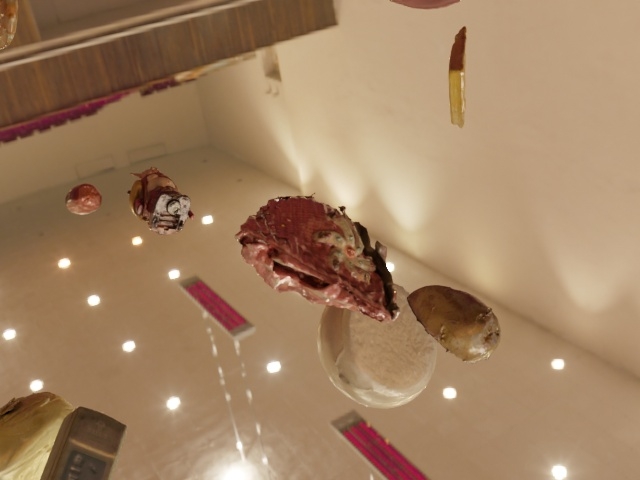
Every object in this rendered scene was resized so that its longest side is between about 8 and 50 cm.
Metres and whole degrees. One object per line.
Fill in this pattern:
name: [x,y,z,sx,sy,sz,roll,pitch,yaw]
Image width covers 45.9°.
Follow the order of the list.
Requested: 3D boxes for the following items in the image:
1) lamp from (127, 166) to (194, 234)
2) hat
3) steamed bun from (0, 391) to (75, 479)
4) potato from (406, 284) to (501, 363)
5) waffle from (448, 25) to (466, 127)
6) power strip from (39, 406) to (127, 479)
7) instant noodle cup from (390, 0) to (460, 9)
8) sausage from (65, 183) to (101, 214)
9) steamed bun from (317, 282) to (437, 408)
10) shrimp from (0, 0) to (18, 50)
lamp: [-0.372,-0.101,1.702,0.118,0.118,0.253,-19,-149,-18]
hat: [0.000,0.000,1.062,0.236,0.107,0.286,31,-163,-11]
steamed bun: [-0.573,0.409,1.438,0.166,0.273,0.232,26,-134,17]
potato: [0.239,0.132,1.275,0.172,0.089,0.101,31,-147,-10]
waffle: [0.265,-0.311,1.426,0.032,0.125,0.191,-1,-145,16]
power strip: [-0.306,0.325,0.903,0.052,0.078,0.272,-37,-149,41]
instant noodle cup: [0.196,-0.480,1.132,0.243,0.243,0.231,6,-157,27]
sausage: [-0.467,-0.082,1.481,0.054,0.059,0.094,12,169,-34]
steamed bun: [0.110,0.230,1.657,0.283,0.283,0.177,-36,-177,-40]
shrimp: [-0.481,-0.340,1.135,0.045,0.095,0.162,-18,-147,-31]
